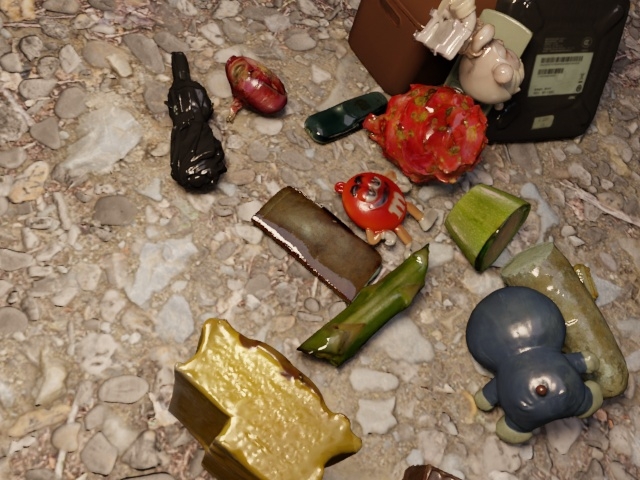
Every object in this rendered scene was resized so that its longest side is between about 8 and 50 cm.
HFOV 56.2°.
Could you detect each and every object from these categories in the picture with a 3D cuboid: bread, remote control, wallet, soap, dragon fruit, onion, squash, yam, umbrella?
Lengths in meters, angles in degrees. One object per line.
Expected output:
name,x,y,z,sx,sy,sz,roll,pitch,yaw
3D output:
bread,0.566,0.092,1.289,0.049,0.033,0.088,2,66,-32
remote control,0.062,-0.276,1.326,0.221,0.042,0.072,-28,72,-28
wallet,0.000,0.000,1.168,0.255,0.031,0.137,40,56,5
soap,-0.101,0.260,0.853,0.259,0.281,0.143,40,62,8
dragon fruit,0.219,-0.226,1.263,0.267,0.205,0.210,12,30,33
onion,-0.152,-0.302,1.250,0.150,0.140,0.150,36,16,-12
squash,0.338,-0.036,1.220,0.170,0.170,0.123,-30,63,-28
remote control,0.339,-0.349,1.304,0.123,0.286,0.038,35,36,11
yam,0.484,0.158,1.181,0.133,0.133,0.331,-21,74,-25
umbrella,-0.262,-0.247,1.189,0.117,0.118,0.340,-6,59,-20

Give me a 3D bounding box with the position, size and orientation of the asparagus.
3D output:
asparagus,0.102,0.121,1.098,0.343,0.082,0.085,-35,82,-27

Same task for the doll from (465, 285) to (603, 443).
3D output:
doll,0.369,0.210,1.091,0.228,0.154,0.259,-26,49,15

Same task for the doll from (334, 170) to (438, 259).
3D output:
doll,0.132,-0.070,1.217,0.217,0.085,0.183,35,56,-5

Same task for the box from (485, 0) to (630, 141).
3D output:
box,0.528,-0.400,1.379,0.358,0.351,0.091,-8,31,-21

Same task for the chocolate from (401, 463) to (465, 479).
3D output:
chocolate,0.143,0.504,0.896,0.111,0.112,0.321,26,58,1

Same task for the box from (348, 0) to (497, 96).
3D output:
box,0.260,-0.520,1.407,0.339,0.229,0.240,-26,73,-27

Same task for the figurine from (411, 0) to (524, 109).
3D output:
figurine,0.312,-0.352,1.180,0.256,0.182,0.145,33,88,-29
